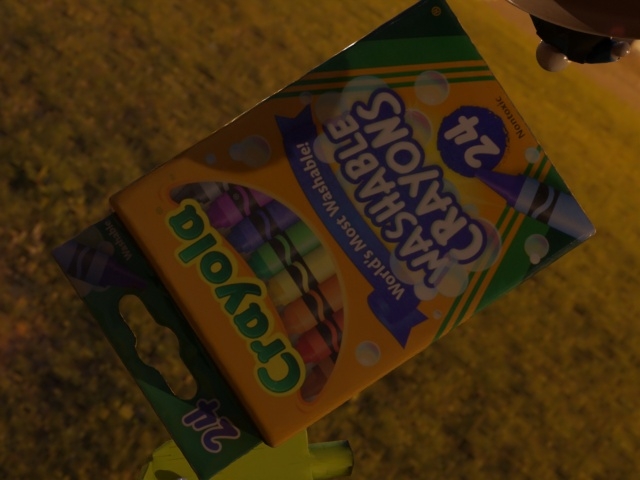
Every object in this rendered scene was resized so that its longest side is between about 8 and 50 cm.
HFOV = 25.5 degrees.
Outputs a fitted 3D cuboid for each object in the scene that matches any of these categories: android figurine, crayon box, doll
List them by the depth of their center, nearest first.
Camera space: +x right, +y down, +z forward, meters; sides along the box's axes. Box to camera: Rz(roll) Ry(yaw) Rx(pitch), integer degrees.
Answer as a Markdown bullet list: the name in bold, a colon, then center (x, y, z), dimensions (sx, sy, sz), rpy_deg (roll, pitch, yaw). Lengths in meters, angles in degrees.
- **crayon box**: center (0.000, 0.000, 0.984), dimensions (0.203, 0.323, 0.083), rpy_deg (56, -8, 0)
- **doll**: center (0.243, -0.216, 1.357), dimensions (0.129, 0.046, 0.189), rpy_deg (34, -17, 7)
- **android figurine**: center (-0.090, 0.292, 1.533), dimensions (0.273, 0.248, 0.056), rpy_deg (-2, -13, -19)

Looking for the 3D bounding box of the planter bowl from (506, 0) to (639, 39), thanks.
- **planter bowl**: center (0.193, -0.215, 0.928), dimensions (0.162, 0.109, 0.162), rpy_deg (15, -11, 3)
